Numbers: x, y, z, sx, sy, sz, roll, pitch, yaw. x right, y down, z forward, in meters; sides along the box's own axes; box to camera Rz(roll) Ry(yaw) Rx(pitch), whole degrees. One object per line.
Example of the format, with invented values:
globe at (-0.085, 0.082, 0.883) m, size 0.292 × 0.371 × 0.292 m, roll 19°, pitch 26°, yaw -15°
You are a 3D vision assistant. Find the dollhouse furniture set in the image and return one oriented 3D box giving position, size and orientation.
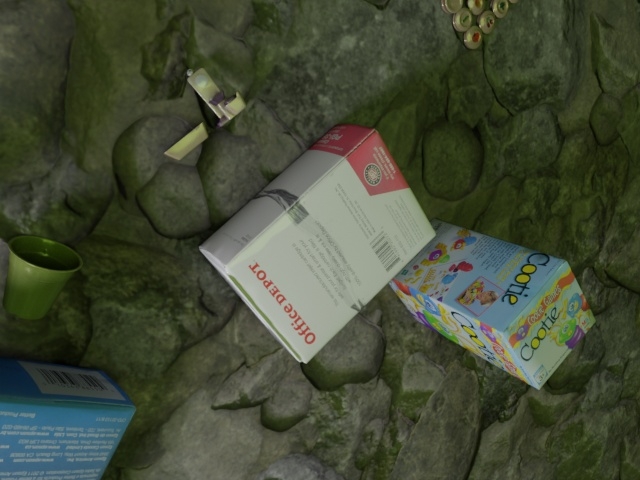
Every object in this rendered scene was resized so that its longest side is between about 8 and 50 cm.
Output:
dollhouse furniture set at (-0.166, -0.162, 0.737) m, size 0.114 × 0.091 × 0.081 m, roll -42°, pitch 105°, yaw -10°

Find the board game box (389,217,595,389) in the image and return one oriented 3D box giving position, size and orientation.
board game box at (0.254, 0.087, 0.930) m, size 0.144 × 0.275 × 0.142 m, roll -45°, pitch 121°, yaw -11°

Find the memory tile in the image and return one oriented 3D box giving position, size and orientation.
memory tile at (0.264, -0.396, 0.953) m, size 0.148 × 0.012 × 0.113 m, roll -49°, pitch 122°, yaw -9°

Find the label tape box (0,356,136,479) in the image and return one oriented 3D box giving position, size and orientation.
label tape box at (-0.407, 0.308, 0.669) m, size 0.249 × 0.115 × 0.347 m, roll 27°, pitch 92°, yaw -51°

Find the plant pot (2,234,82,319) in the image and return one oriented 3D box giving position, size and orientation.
plant pot at (-0.337, 0.048, 0.698) m, size 0.083 × 0.083 × 0.079 m, roll 17°, pitch 107°, yaw -33°

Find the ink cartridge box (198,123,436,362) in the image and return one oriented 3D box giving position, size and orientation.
ink cartridge box at (0.000, 0.000, 0.850) m, size 0.283 × 0.117 × 0.207 m, roll -43°, pitch 121°, yaw -14°
